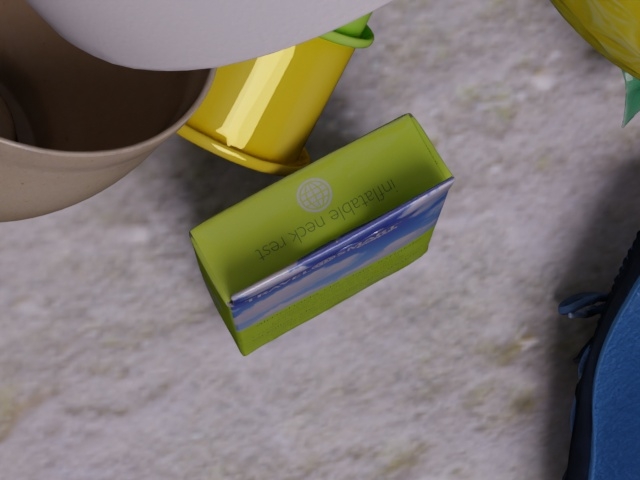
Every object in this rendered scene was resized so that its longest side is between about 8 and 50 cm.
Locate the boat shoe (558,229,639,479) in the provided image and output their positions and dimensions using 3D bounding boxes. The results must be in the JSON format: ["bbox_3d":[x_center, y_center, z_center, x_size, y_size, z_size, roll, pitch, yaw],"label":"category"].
[{"bbox_3d":[0.166,0.073,0.994,0.109,0.089,0.258,6,124,-14],"label":"boat shoe"}]

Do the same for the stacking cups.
[{"bbox_3d":[0.023,-0.185,0.759,0.096,0.096,0.316,18,107,-33],"label":"stacking cups"}]

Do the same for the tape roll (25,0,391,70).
[{"bbox_3d":[-0.016,-0.194,0.599,0.286,0.286,0.100,-41,130,5],"label":"tape roll"}]

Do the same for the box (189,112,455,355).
[{"bbox_3d":[0.000,0.000,0.822,0.109,0.042,0.178,-29,171,-6],"label":"box"}]

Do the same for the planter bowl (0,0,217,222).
[{"bbox_3d":[-0.135,-0.071,0.720,0.162,0.162,0.109,9,144,-30],"label":"planter bowl"}]

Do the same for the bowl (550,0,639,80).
[{"bbox_3d":[0.226,-0.176,0.755,0.289,0.156,0.289,-3,108,-10],"label":"bowl"}]

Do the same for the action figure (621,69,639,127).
[{"bbox_3d":[0.232,-0.156,0.883,0.232,0.063,0.137,-20,126,-8],"label":"action figure"}]
